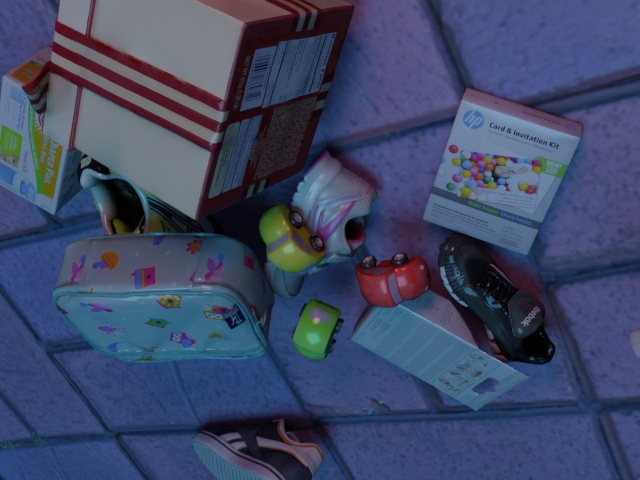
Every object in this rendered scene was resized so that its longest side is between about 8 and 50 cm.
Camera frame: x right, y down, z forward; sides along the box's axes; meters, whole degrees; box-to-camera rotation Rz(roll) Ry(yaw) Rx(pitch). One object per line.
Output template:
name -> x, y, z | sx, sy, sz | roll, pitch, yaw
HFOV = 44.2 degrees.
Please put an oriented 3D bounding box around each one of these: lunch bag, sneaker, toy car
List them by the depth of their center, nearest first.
sneaker -> 0.245, 0.083, 1.050 | 0.234, 0.078, 0.106 | 54, 159, -25
toy car -> 0.007, 0.084, 1.053 | 0.239, 0.053, 0.224 | 22, 125, 9
lunch bag -> -0.203, 0.089, 1.089 | 0.279, 0.107, 0.224 | -1, 144, 12
sneaker -> 0.000, 0.000, 1.096 | 0.111, 0.103, 0.252 | 28, 133, 4
sneaker -> -0.243, -0.002, 1.173 | 0.145, 0.147, 0.384 | -12, 122, 29
sneaker -> -0.114, 0.400, 1.458 | 0.321, 0.127, 0.126 | 5, 125, 52

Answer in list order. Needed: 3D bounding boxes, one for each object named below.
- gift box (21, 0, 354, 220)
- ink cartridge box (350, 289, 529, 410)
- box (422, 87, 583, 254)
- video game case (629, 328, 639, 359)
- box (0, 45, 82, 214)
gift box -> -0.154, -0.201, 0.855 | 0.258, 0.276, 0.255 | 30, 117, 20
ink cartridge box -> 0.170, 0.149, 1.137 | 0.225, 0.056, 0.181 | 28, 150, -1
box -> 0.221, -0.082, 0.979 | 0.145, 0.038, 0.186 | 20, 130, 8
video game case -> 0.547, 0.089, 0.850 | 0.329, 0.036, 0.300 | -23, 155, 35
box -> -0.391, -0.157, 1.144 | 0.114, 0.103, 0.203 | 29, 132, 1
